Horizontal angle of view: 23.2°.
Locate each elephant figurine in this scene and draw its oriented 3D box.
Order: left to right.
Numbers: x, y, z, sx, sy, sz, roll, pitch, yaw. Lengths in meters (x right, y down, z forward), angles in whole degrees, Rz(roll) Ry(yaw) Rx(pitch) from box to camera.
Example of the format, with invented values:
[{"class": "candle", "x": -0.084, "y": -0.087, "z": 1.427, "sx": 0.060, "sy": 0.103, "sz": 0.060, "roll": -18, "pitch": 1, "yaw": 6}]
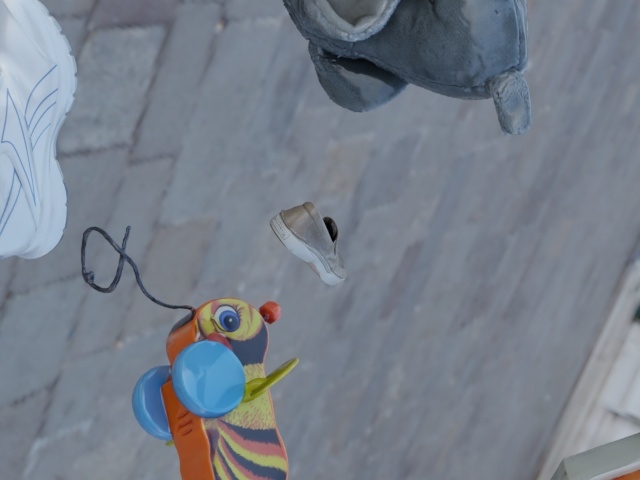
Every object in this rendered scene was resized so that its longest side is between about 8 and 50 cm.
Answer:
[{"class": "elephant figurine", "x": 0.044, "y": -0.186, "z": 1.248, "sx": 0.186, "sy": 0.239, "sz": 0.169, "roll": -75, "pitch": 158, "yaw": -62}]

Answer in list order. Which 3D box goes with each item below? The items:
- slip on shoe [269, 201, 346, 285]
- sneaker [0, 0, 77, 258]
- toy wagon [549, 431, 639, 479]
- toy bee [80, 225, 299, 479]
[{"class": "slip on shoe", "x": 0.000, "y": 0.000, "z": 1.359, "sx": 0.041, "sy": 0.051, "sz": 0.135, "roll": -38, "pitch": 150, "yaw": 6}, {"class": "sneaker", "x": -0.324, "y": -0.115, "z": 1.581, "sx": 0.129, "sy": 0.111, "sz": 0.297, "roll": -22, "pitch": 115, "yaw": -56}, {"class": "toy wagon", "x": 0.354, "y": 0.289, "z": 1.400, "sx": 0.068, "sy": 0.344, "sz": 0.267, "roll": -93, "pitch": -157, "yaw": -60}, {"class": "toy bee", "x": -0.086, "y": 0.117, "z": 1.438, "sx": 0.162, "sy": 0.195, "sz": 0.298, "roll": -15, "pitch": 99, "yaw": -40}]
